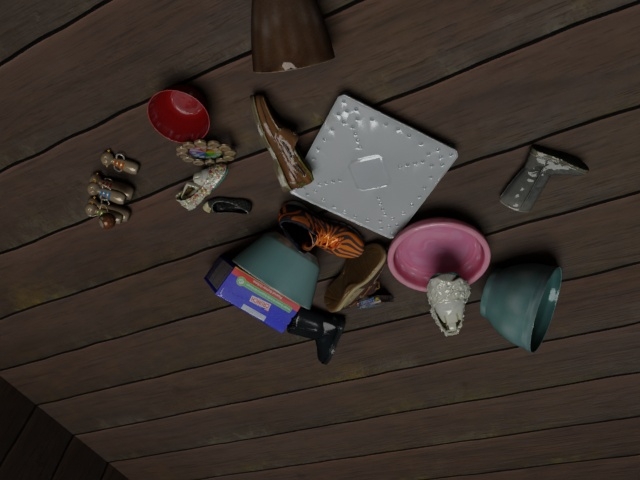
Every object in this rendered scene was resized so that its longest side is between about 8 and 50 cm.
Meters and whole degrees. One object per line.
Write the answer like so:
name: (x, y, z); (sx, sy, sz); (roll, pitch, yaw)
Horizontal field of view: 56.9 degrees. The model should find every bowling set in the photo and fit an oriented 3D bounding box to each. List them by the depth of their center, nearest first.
bowling set: (-0.716, -0.141, 1.943); (0.154, 0.199, 0.287); (21, 126, -6)

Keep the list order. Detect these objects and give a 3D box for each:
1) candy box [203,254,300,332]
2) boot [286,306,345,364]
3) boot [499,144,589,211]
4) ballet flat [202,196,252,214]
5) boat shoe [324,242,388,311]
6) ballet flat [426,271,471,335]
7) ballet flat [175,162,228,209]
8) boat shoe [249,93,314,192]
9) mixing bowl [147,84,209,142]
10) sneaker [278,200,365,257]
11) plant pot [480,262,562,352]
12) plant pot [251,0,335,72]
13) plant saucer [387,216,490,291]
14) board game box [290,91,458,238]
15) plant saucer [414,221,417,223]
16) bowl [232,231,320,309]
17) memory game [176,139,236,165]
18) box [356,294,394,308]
candy box: (-0.247, 0.179, 2.054); (0.268, 0.317, 0.122); (35, 85, -19)
boot: (-0.034, 0.366, 2.307); (0.207, 0.094, 0.246); (15, 124, -7)
boot: (0.657, -0.166, 1.746); (0.190, 0.076, 0.208); (22, 125, 10)
ballet flat: (-0.315, -0.113, 1.983); (0.173, 0.049, 0.057); (-1, 129, 11)
boat shoe: (0.147, 0.136, 2.086); (0.123, 0.123, 0.342); (7, 133, -36)
ballet flat: (0.439, 0.229, 1.981); (0.147, 0.146, 0.409); (-4, 157, 13)
ballet flat: (-0.391, -0.176, 1.909); (0.077, 0.091, 0.241); (25, 133, -31)
boat shoe: (-0.110, -0.298, 1.745); (0.105, 0.110, 0.307); (-18, 113, 10)
mixing bowl: (-0.404, -0.386, 1.731); (0.182, 0.098, 0.181); (4, 135, 4)
sneaker: (0.000, 0.000, 1.923); (0.321, 0.180, 0.124); (24, 114, -11)
plant pot: (0.650, 0.199, 1.950); (0.196, 0.293, 0.293); (18, 137, 32)
plant pot: (-0.087, -0.560, 1.482); (0.216, 0.215, 0.230); (-4, 114, 14)
plant saucer: (0.387, 0.038, 1.947); (0.332, 0.084, 0.332); (3, 136, 3)
board game box: (0.152, -0.219, 1.809); (0.390, 0.050, 0.390); (24, 130, -10)
plant saucer: (0.339, -0.032, 1.957); (0.084, 0.013, 0.083); (5, 130, 6)
bowl: (-0.124, 0.083, 1.989); (0.312, 0.311, 0.163); (34, 86, -18)
memory game: (-0.352, -0.267, 1.817); (0.186, 0.012, 0.186); (-1, 165, 0)
box: (0.198, 0.222, 2.133); (0.094, 0.027, 0.137); (-20, 167, 24)
